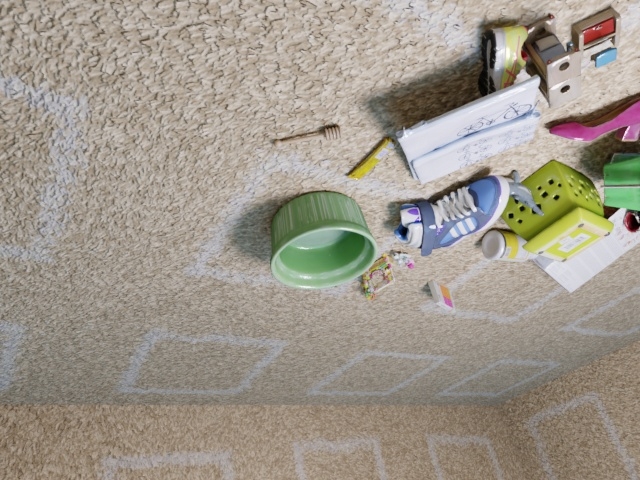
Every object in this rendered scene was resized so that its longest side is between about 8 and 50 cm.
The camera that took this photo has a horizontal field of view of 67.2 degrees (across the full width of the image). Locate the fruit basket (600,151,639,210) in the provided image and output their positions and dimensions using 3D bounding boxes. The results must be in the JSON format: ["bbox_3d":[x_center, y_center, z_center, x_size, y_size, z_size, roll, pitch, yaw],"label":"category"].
[{"bbox_3d":[0.949,-0.178,1.280,0.353,0.165,0.327,-8,-173,34],"label":"fruit basket"}]

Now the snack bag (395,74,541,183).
[{"bbox_3d":[0.358,-0.245,1.141,0.323,0.037,0.342,-20,165,13],"label":"snack bag"}]

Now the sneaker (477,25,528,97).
[{"bbox_3d":[0.401,-0.366,1.039,0.094,0.081,0.208,-20,147,0],"label":"sneaker"}]

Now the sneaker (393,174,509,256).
[{"bbox_3d":[0.353,-0.077,1.385,0.236,0.130,0.323,3,148,-27],"label":"sneaker"}]

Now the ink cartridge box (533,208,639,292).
[{"bbox_3d":[0.976,0.001,1.720,0.385,0.091,0.308,-46,135,17],"label":"ink cartridge box"}]

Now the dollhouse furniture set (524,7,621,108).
[{"bbox_3d":[0.536,-0.395,0.993,0.184,0.129,0.129,-22,144,15],"label":"dollhouse furniture set"}]

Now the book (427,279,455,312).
[{"bbox_3d":[0.474,0.219,1.872,0.035,0.096,0.144,-31,141,26],"label":"book"}]

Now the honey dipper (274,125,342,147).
[{"bbox_3d":[-0.030,-0.241,1.130,0.161,0.030,0.030,-9,145,1],"label":"honey dipper"}]

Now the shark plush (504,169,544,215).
[{"bbox_3d":[0.565,-0.122,1.384,0.067,0.161,0.073,-35,174,-38],"label":"shark plush"}]

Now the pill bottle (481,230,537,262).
[{"bbox_3d":[0.652,0.023,1.642,0.184,0.103,0.103,5,142,-23],"label":"pill bottle"}]

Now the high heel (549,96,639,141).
[{"bbox_3d":[0.713,-0.314,1.231,0.244,0.082,0.117,2,116,2],"label":"high heel"}]

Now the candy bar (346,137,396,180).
[{"bbox_3d":[0.131,-0.205,1.236,0.040,0.018,0.161,14,138,-37],"label":"candy bar"}]

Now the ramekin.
[{"bbox_3d":[0.000,0.000,1.372,0.303,0.148,0.303,-8,145,-6],"label":"ramekin"}]

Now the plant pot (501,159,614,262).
[{"bbox_3d":[0.707,-0.069,1.441,0.227,0.207,0.228,15,136,-32],"label":"plant pot"}]

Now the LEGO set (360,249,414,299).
[{"bbox_3d":[0.206,0.152,1.686,0.132,0.107,0.287,8,141,-26],"label":"LEGO set"}]

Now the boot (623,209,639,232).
[{"bbox_3d":[1.083,-0.122,1.523,0.179,0.085,0.236,-25,148,-4],"label":"boot"}]
